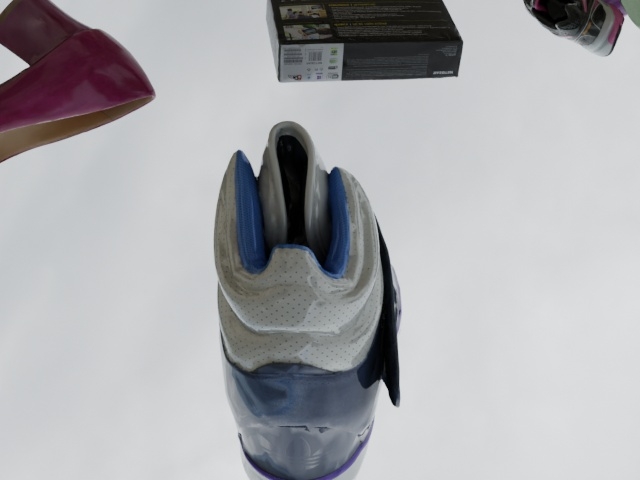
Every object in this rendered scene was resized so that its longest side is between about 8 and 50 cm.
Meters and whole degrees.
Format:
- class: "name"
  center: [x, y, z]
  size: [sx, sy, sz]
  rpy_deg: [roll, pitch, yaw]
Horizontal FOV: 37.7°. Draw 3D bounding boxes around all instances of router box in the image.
- class: "router box"
  center: [0.040, -0.212, 0.938]
  size: [0.133, 0.179, 0.046]
  rpy_deg: [-101, -169, -48]

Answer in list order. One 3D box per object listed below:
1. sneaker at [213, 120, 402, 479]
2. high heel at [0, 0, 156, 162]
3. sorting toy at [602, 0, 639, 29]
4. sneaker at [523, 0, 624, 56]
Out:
- class: "sneaker"
  center: [-0.001, 0.000, 0.678]
  size: [0.323, 0.130, 0.236]
  rpy_deg: [-81, 174, -54]
- class: "high heel"
  center: [-0.357, -0.085, 1.042]
  size: [0.377, 0.181, 0.127]
  rpy_deg: [-52, 176, 11]
- class: "sorting toy"
  center: [0.410, -0.304, 1.020]
  size: [0.126, 0.127, 0.365]
  rpy_deg: [-27, -171, -2]
- class: "sneaker"
  center: [0.268, -0.270, 1.057]
  size: [0.072, 0.077, 0.178]
  rpy_deg: [-67, -155, 19]
